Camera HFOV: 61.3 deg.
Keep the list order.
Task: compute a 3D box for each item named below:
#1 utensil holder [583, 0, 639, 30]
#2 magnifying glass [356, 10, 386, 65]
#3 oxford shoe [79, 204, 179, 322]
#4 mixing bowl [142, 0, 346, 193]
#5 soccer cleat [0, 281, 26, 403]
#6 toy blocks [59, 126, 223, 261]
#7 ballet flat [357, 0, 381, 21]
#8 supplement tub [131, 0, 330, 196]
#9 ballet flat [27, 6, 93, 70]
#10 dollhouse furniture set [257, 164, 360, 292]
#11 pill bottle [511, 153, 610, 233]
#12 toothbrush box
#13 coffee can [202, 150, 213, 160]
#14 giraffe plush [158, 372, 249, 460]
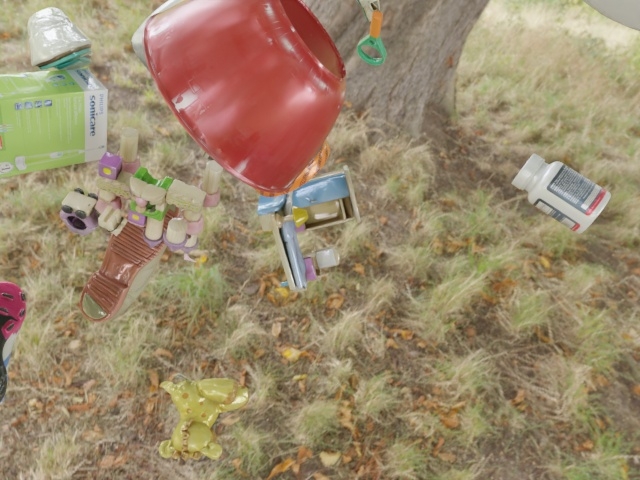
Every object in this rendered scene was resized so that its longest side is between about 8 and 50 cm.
[{"bbox_3d":[0.406,-0.426,0.485,0.327,0.328,0.386,33,69,3],"label":"utensil holder"},{"bbox_3d":[0.151,-0.573,1.542,0.092,0.231,0.026,26,78,6],"label":"magnifying glass"},{"bbox_3d":[-0.526,0.049,1.535,0.140,0.146,0.397,35,86,8],"label":"oxford shoe"},{"bbox_3d":[-0.043,-0.142,0.447,0.181,0.098,0.182,42,29,-30],"label":"mixing bowl"},{"bbox_3d":[-0.760,0.246,1.218,0.116,0.143,0.331,27,36,-38],"label":"soccer cleat"},{"bbox_3d":[-0.426,-0.058,1.318,0.288,0.260,0.309,21,47,-6],"label":"toy blocks"},{"bbox_3d":[0.127,-0.657,1.463,0.168,0.052,0.057,20,58,-69],"label":"ballet flat"},{"bbox_3d":[-0.123,-0.232,0.849,0.316,0.193,0.194,54,35,-35],"label":"supplement tub"},{"bbox_3d":[-0.601,-0.459,1.230,0.139,0.139,0.400,6,12,-21],"label":"ballet flat"},{"bbox_3d":[0.000,0.000,1.203,0.197,0.287,0.303,-14,21,4],"label":"dollhouse furniture set"},{"bbox_3d":[0.517,-0.108,1.172,0.180,0.108,0.108,37,47,13],"label":"pill bottle"},{"bbox_3d":[-0.679,-0.289,1.313,0.283,0.206,0.122,-20,53,-38],"label":"toothbrush box"},{"bbox_3d":[-0.158,-0.261,1.486,0.275,0.201,0.202,24,46,-17],"label":"coffee can"},{"bbox_3d":[-0.272,0.408,1.221,0.210,0.181,0.171,35,46,-49],"label":"giraffe plush"}]
